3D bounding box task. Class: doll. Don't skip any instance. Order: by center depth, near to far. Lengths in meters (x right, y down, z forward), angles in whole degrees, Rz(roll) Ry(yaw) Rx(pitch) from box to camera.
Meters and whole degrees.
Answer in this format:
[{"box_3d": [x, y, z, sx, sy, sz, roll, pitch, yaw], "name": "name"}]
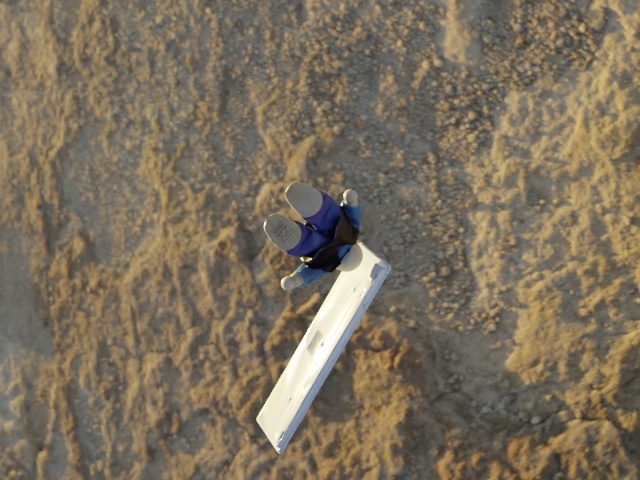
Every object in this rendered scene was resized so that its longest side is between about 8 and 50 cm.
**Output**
[{"box_3d": [0.000, 0.000, 0.834, 0.046, 0.189, 0.129, 34, 91, 23], "name": "doll"}]

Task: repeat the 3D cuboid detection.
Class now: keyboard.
[{"box_3d": [0.000, 0.125, 0.931, 0.256, 0.014, 0.072, -60, 29, 8], "name": "keyboard"}]
